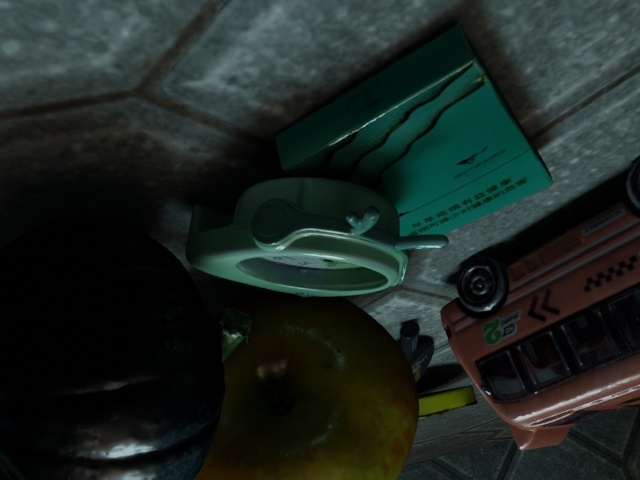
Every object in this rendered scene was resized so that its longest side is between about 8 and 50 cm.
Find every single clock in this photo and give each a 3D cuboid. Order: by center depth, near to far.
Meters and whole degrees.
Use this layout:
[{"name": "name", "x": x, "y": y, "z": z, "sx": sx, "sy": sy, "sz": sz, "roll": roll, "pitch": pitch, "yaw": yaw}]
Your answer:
[{"name": "clock", "x": 0.000, "y": 0.000, "z": 0.487, "sx": 0.159, "sy": 0.066, "sz": 0.210, "roll": 18, "pitch": 160, "yaw": -39}, {"name": "clock", "x": 0.198, "y": 0.357, "z": 1.306, "sx": 0.293, "sy": 0.071, "sz": 0.277, "roll": -17, "pitch": 165, "yaw": 22}]

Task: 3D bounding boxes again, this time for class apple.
[{"name": "apple", "x": -0.039, "y": 0.183, "z": 0.662, "sx": 0.301, "sy": 0.302, "sz": 0.301, "roll": -11, "pitch": 152, "yaw": -6}]

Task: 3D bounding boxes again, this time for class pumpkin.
[{"name": "pumpkin", "x": -0.161, "y": 0.104, "z": 0.495, "sx": 0.248, "sy": 0.248, "sz": 0.248, "roll": -11, "pitch": 152, "yaw": -6}]

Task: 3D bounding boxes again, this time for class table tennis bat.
[{"name": "table tennis bat", "x": 0.148, "y": 0.212, "z": 1.014, "sx": 0.150, "sy": 0.027, "sz": 0.236, "roll": -38, "pitch": 148, "yaw": -23}]

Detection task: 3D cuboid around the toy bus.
[{"name": "toy bus", "x": 0.371, "y": 0.076, "z": 0.703, "sx": 0.203, "sy": 0.233, "sz": 0.427, "roll": 12, "pitch": 142, "yaw": -41}]

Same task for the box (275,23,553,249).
[{"name": "box", "x": 0.092, "y": -0.067, "z": 0.505, "sx": 0.160, "sy": 0.042, "sz": 0.226, "roll": -28, "pitch": 150, "yaw": 24}]
